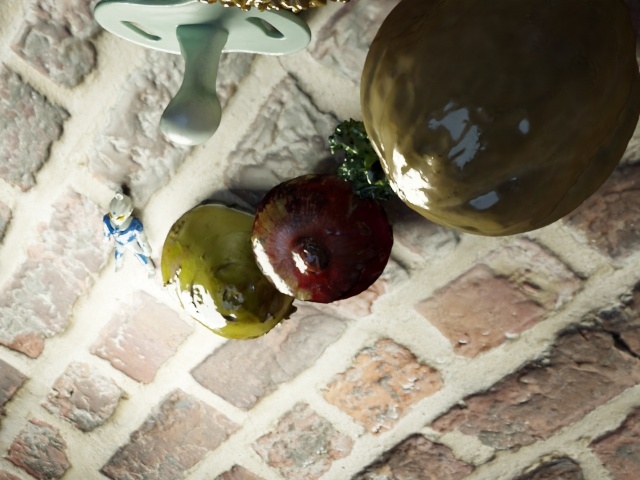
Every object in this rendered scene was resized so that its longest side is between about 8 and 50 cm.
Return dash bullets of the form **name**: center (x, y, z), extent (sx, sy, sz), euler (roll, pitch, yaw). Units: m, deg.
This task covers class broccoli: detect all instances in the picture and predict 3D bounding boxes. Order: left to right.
- **broccoli**: center (0.097, -0.125, 1.495), extent (0.155, 0.160, 0.167), euler (-25, 106, 8)

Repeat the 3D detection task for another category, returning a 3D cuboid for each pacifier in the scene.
- **pacifier**: center (-0.191, -0.279, 1.408), extent (0.344, 0.269, 0.288), euler (1, 171, 26)

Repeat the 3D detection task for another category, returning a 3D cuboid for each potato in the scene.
- **potato**: center (-0.196, 0.073, 1.776), extent (0.300, 0.196, 0.246), euler (7, 129, 21)

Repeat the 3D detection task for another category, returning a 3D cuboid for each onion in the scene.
- **onion**: center (0.000, 0.000, 1.620), extent (0.246, 0.190, 0.246), euler (3, 116, 7)

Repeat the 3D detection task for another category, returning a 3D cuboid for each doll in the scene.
- **doll**: center (-0.396, -0.014, 1.886), extent (0.114, 0.057, 0.227), euler (15, 135, 18)

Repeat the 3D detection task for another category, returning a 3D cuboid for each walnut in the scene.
- **walnut**: center (0.228, -0.187, 1.214), extent (0.381, 0.381, 0.381), euler (13, 132, 14)

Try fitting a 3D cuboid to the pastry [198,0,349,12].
- **pastry**: center (-0.067, -0.422, 1.170), extent (0.410, 0.409, 0.245), euler (15, 123, 12)
